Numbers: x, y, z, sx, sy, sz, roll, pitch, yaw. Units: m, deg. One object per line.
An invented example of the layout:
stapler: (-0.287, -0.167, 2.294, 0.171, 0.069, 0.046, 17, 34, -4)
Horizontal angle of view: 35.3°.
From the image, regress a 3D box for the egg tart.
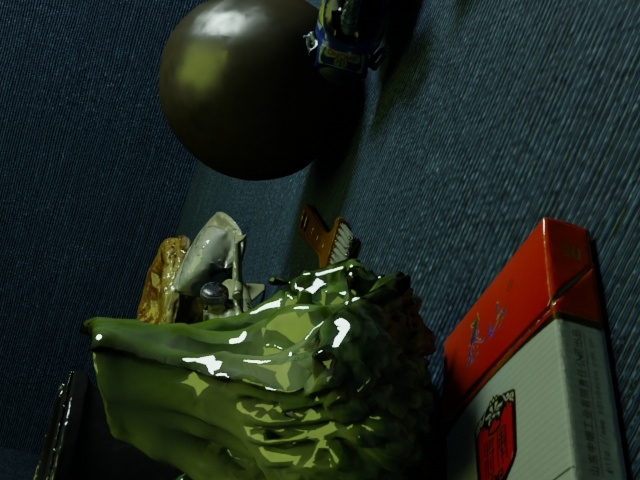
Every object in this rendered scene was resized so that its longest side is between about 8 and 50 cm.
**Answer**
egg tart: (-0.303, 0.157, 2.052, 0.341, 0.129, 0.341, -163, 90, -76)

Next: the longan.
longan: (-0.080, -0.195, 1.280, 0.258, 0.258, 0.258, -164, 90, -78)

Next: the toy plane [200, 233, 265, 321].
toy plane: (-0.122, 0.122, 1.401, 0.256, 0.104, 0.241, -82, -1, -59)

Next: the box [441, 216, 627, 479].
box: (0.108, 0.120, 0.529, 0.139, 0.035, 0.245, 119, 161, -47)

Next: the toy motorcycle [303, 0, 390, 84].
toy motorcycle: (0.043, -0.284, 1.149, 0.315, 0.113, 0.168, -76, 0, -56)

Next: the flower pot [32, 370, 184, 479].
flower pot: (-0.252, 0.367, 1.282, 0.379, 0.251, 0.379, -164, 90, -75)

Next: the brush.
brush: (0.000, 0.000, 1.192, 0.314, 0.017, 0.090, -124, 51, -75)

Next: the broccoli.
broccoli: (-0.041, 0.123, 0.671, 0.247, 0.246, 0.288, -96, 10, -50)

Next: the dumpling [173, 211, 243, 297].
dumpling: (-0.203, 0.029, 1.849, 0.176, 0.093, 0.150, 123, 156, -51)
